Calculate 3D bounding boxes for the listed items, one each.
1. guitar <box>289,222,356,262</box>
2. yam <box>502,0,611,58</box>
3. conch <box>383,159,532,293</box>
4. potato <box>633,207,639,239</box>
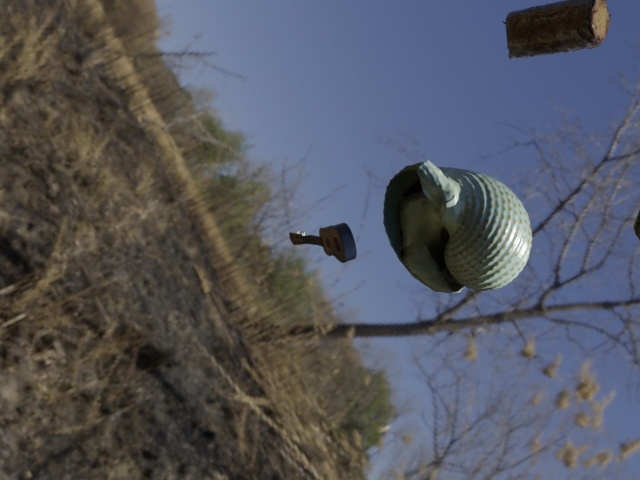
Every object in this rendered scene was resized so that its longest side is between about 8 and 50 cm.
[{"bbox_3d":[0.002,-0.001,1.934,0.271,0.038,0.083,7,-68,64],"label":"guitar"},{"bbox_3d":[0.343,-0.310,1.266,0.141,0.079,0.079,0,-55,34],"label":"yam"},{"bbox_3d":[0.297,-0.044,1.862,0.303,0.215,0.319,-10,-73,48],"label":"conch"},{"bbox_3d":[0.624,-0.065,1.560,0.085,0.105,0.188,31,-43,9],"label":"potato"}]
